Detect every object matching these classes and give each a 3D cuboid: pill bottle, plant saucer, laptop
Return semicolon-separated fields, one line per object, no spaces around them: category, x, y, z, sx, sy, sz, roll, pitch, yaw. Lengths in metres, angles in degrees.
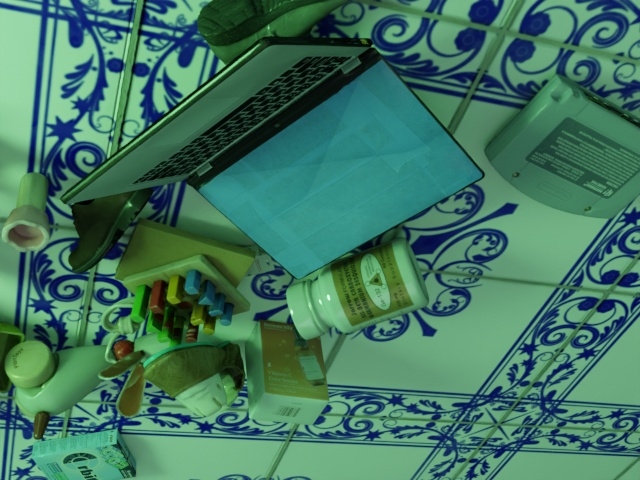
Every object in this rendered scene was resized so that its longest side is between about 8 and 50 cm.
pill bottle;0.064;0.091;1.436;0.229;0.131;0.131;-21;136;11
plant saucer;-0.643;0.195;1.471;0.188;0.045;0.188;12;132;-22
laptop;-0.049;-0.076;1.118;0.382;0.236;0.408;-31;175;31

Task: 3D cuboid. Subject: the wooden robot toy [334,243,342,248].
wooden robot toy;0.019;-0.024;1.345;0.173;0.079;0.076;8;134;-19

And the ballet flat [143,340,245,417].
ballet flat;-0.202;0.246;1.437;0.116;0.124;0.342;-28;170;4

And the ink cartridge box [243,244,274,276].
ink cartridge box;-0.125;0.036;1.416;0.083;0.028;0.048;-12;139;3

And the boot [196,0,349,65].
boot;-0.029;-0.281;1.084;0.247;0.083;0.161;-20;148;10

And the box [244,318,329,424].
box;-0.067;0.250;1.549;0.130;0.170;0.091;10;134;-21

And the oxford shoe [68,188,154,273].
oxford shoe;-0.351;-0.033;1.279;0.096;0.082;0.227;35;125;-11

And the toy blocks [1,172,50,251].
toy blocks;-0.581;0.001;1.122;0.289;0.260;0.309;-32;133;22

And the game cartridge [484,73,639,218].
game cartridge;0.419;-0.137;1.324;0.294;0.060;0.196;20;125;-28

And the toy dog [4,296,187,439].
toy dog;-0.406;0.258;1.467;0.334;0.161;0.220;-23;145;5

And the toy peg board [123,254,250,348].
toy peg board;-0.230;0.118;1.390;0.161;0.079;0.161;-16;138;22

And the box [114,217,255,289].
box;-0.230;0.042;1.376;0.201;0.021;0.164;18;138;-18

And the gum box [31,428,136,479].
gum box;-0.519;0.486;1.804;0.185;0.041;0.157;-9;137;0
